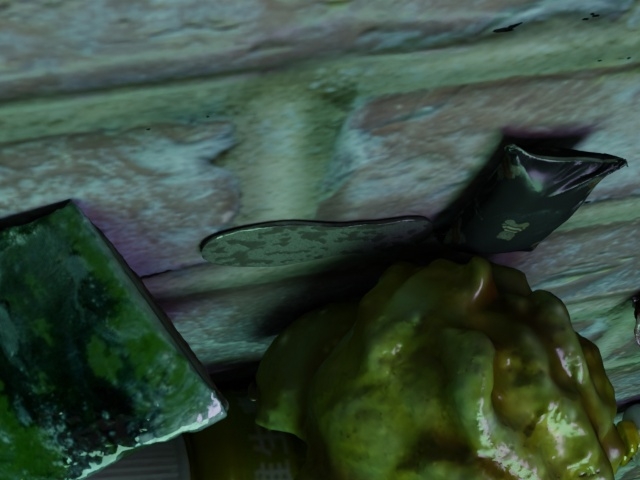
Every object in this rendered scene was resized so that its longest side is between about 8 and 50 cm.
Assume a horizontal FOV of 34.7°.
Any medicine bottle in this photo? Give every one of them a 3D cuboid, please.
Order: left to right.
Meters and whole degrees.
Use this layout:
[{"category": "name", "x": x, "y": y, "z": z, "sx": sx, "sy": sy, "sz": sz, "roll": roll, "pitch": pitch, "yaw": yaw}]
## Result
[{"category": "medicine bottle", "x": -0.079, "y": 0.260, "z": 1.027, "sx": 0.384, "sy": 0.224, "sz": 0.224, "roll": 1, "pitch": 150, "yaw": -22}]

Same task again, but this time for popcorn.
[{"category": "popcorn", "x": 0.099, "y": 0.177, "z": 0.841, "sx": 0.325, "sy": 0.321, "sz": 0.290, "roll": -26, "pitch": 173, "yaw": -37}]

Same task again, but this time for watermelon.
[{"category": "watermelon", "x": -0.198, "y": 0.124, "z": 0.754, "sx": 0.264, "sy": 0.151, "sz": 0.302, "roll": -27, "pitch": 156, "yaw": 6}]

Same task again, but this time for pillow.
[{"category": "pillow", "x": 0.153, "y": -0.027, "z": 0.779, "sx": 0.090, "sy": 0.048, "sz": 0.150, "roll": -10, "pitch": 157, "yaw": -24}]

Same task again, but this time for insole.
[{"category": "insole", "x": 0.000, "y": 0.000, "z": 0.798, "sx": 0.193, "sy": 0.006, "sz": 0.065, "roll": -5, "pitch": 153, "yaw": -22}]

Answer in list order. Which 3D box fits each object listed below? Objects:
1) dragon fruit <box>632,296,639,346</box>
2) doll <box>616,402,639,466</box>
[{"category": "dragon fruit", "x": 0.397, "y": 0.086, "z": 1.123, "sx": 0.102, "sy": 0.096, "sz": 0.147, "roll": -4, "pitch": 123, "yaw": -45}, {"category": "doll", "x": 0.612, "y": 0.292, "z": 1.593, "sx": 0.314, "sy": 0.141, "sz": 0.177, "roll": -10, "pitch": 150, "yaw": -4}]
